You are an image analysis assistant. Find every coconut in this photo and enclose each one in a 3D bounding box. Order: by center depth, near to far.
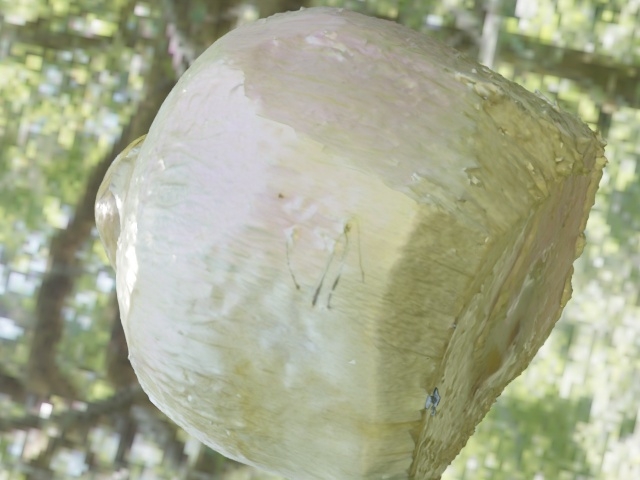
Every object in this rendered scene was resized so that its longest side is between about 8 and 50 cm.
[{"bbox_3d":[0.000,0.000,1.484,0.404,0.404,0.405,12,-90,-74],"label":"coconut"}]

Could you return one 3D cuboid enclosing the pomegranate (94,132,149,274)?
[{"bbox_3d":[-0.106,-0.023,1.790,0.215,0.215,0.215,12,-90,-74],"label":"pomegranate"}]
